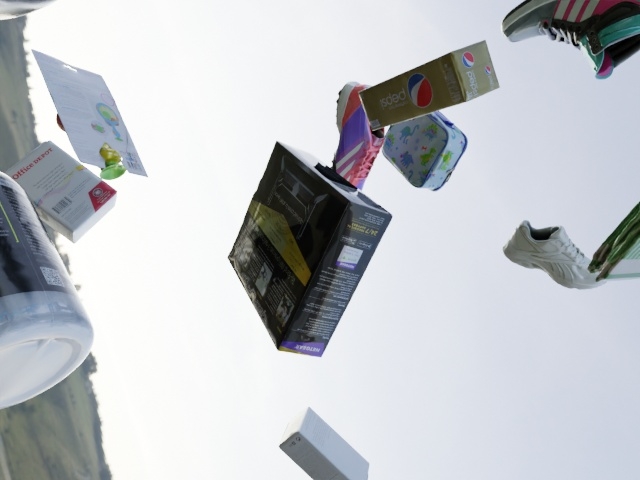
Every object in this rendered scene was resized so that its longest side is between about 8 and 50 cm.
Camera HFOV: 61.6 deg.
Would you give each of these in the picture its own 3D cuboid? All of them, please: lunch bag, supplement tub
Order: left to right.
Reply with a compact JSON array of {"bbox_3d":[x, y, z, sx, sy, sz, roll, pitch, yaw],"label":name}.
[{"bbox_3d":[-0.467,0.042,0.724,0.338,0.207,0.207,53,-39,23],"label":"supplement tub"},{"bbox_3d":[0.258,-0.240,1.340,0.219,0.090,0.176,57,-49,44],"label":"lunch bag"}]

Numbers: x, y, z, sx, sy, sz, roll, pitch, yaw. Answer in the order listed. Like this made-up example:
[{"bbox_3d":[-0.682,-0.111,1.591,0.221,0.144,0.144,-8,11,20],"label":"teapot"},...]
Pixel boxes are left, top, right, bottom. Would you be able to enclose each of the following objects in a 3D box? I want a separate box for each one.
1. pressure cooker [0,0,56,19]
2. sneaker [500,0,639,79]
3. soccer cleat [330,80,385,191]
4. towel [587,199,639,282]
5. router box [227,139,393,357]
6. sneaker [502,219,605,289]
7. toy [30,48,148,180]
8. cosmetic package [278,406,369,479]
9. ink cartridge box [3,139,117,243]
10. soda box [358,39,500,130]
[{"bbox_3d":[-0.255,-0.337,0.258,0.376,0.370,0.419,-10,-86,40],"label":"pressure cooker"},{"bbox_3d":[0.498,-0.391,1.027,0.296,0.124,0.178,-8,-97,42],"label":"sneaker"},{"bbox_3d":[0.100,-0.225,1.323,0.117,0.109,0.317,23,-50,28],"label":"soccer cleat"},{"bbox_3d":[0.499,-0.076,0.651,0.038,0.248,0.324,-115,-146,-43],"label":"towel"},{"bbox_3d":[-0.038,-0.001,0.870,0.242,0.081,0.309,-64,-148,15],"label":"router box"},{"bbox_3d":[0.532,0.027,1.190,0.232,0.090,0.115,21,-51,10],"label":"sneaker"},{"bbox_3d":[-0.391,-0.196,0.891,0.056,0.137,0.237,-40,-110,20],"label":"toy"},{"bbox_3d":[0.013,0.550,1.371,0.231,0.117,0.085,46,-70,-2],"label":"cosmetic package"},{"bbox_3d":[-0.530,-0.100,1.100,0.175,0.127,0.072,38,-31,-4],"label":"ink cartridge box"},{"bbox_3d":[0.127,-0.187,0.665,0.181,0.061,0.058,1,-65,60],"label":"soda box"}]
